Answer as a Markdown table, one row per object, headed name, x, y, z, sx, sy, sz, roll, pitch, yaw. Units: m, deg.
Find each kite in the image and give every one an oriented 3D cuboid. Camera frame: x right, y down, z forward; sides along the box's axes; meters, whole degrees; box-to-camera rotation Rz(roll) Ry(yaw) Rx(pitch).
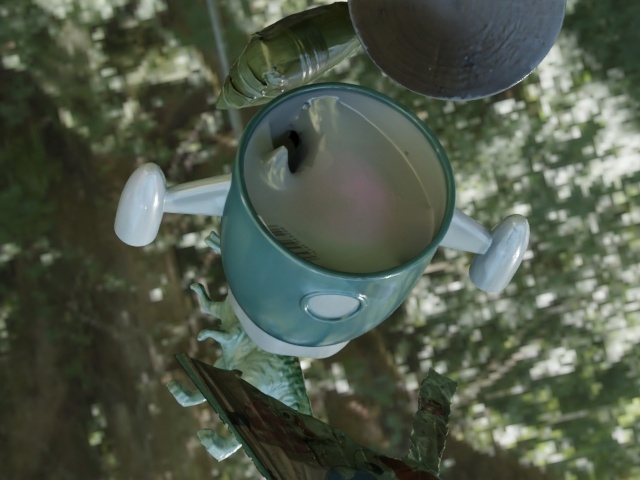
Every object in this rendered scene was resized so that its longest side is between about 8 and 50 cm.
| name | x | y | z | sx | sy | sz | roll | pitch | yaw |
| --- | --- | --- | --- | --- | --- | --- | --- | --- | --- |
| kite | 0.059 | 0.148 | 0.898 | 0.011 | 0.335 | 0.314 | -59 | -174 | 23 |

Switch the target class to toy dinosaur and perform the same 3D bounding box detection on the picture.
| name | x | y | z | sx | sy | sz | roll | pitch | yaw |
| --- | --- | --- | --- | --- | --- | --- | --- | --- | --- |
| toy dinosaur | -0.068 | 0.167 | 1.321 | 0.129 | 0.383 | 0.076 | -14 | 180 | 9 |

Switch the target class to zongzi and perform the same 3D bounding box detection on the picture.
| name | x | y | z | sx | sy | sz | roll | pitch | yaw |
| --- | --- | --- | --- | --- | --- | --- | --- | --- | --- |
| zongzi | -0.014 | -0.167 | 1.318 | 0.154 | 0.062 | 0.130 | -29 | 176 | -27 |

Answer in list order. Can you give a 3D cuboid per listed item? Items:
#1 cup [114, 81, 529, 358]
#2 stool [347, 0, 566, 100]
| name | x | y | z | sx | sy | sz | roll | pitch | yaw |
| --- | --- | --- | --- | --- | --- | --- | --- | --- | --- |
| cup | 0.000 | 0.000 | 1.085 | 0.299 | 0.167 | 0.173 | 8 | 146 | -10 |
| stool | 0.127 | -0.246 | 1.300 | 0.179 | 0.179 | 0.264 | -14 | -160 | 14 |
